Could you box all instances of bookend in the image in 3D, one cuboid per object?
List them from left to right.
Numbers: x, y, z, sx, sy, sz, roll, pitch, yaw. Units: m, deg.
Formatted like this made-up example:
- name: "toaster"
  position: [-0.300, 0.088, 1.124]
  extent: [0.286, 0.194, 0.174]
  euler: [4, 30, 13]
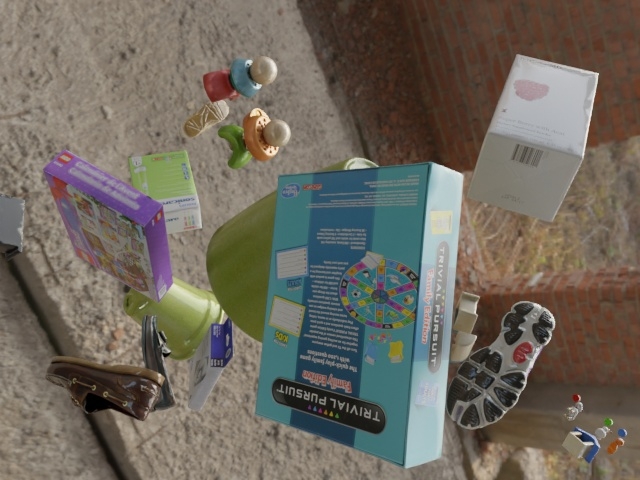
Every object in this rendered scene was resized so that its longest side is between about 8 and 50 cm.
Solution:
- name: "bookend"
  position: [-0.867, -0.045, 1.514]
  extent: [0.156, 0.072, 0.157]
  euler: [19, 56, -51]

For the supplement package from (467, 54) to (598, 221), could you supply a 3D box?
- name: "supplement package"
  position: [0.434, -0.216, 1.186]
  extent: [0.175, 0.177, 0.293]
  euler: [92, 21, -49]

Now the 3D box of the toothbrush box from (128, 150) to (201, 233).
- name: "toothbrush box"
  position: [-0.543, -0.166, 2.031]
  extent: [0.206, 0.122, 0.283]
  euler: [-11, 53, -15]

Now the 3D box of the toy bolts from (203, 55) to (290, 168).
- name: "toy bolts"
  position: [-0.134, -0.303, 1.319]
  extent: [0.218, 0.158, 0.228]
  euler: [-41, 115, -58]

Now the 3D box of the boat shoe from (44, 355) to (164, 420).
- name: "boat shoe"
  position: [-0.329, 0.217, 0.854]
  extent: [0.073, 0.207, 0.073]
  euler: [55, 43, -50]

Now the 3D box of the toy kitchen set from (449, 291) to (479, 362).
- name: "toy kitchen set"
  position: [0.240, 0.191, 1.323]
  extent: [0.166, 0.207, 0.122]
  euler: [-68, 171, -45]

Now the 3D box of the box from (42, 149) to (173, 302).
- name: "box"
  position: [-0.375, -0.014, 1.063]
  extent: [0.201, 0.293, 0.057]
  euler: [28, 58, 6]

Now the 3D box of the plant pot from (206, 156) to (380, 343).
- name: "plant pot"
  position: [0.000, 0.000, 0.987]
  extent: [0.275, 0.293, 0.274]
  euler: [27, 42, -28]

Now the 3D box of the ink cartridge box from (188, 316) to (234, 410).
- name: "ink cartridge box"
  position: [-0.332, 0.354, 1.746]
  extent: [0.045, 0.223, 0.224]
  euler: [25, 109, -21]

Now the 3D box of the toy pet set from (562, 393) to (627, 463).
- name: "toy pet set"
  position: [0.550, 0.389, 1.169]
  extent: [0.065, 0.122, 0.114]
  euler: [12, 109, -34]

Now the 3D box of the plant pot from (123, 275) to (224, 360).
- name: "plant pot"
  position: [-0.518, 0.231, 1.988]
  extent: [0.254, 0.276, 0.276]
  euler: [45, 53, -39]

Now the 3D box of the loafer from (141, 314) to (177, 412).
- name: "loafer"
  position: [-0.445, 0.335, 1.612]
  extent: [0.084, 0.096, 0.267]
  euler: [-6, 74, -6]

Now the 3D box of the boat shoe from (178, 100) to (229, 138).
- name: "boat shoe"
  position: [-0.320, -0.329, 1.576]
  extent: [0.170, 0.059, 0.063]
  euler: [-44, 113, -38]

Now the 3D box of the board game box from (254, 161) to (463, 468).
- name: "board game box"
  position: [0.041, 0.080, 0.745]
  extent: [0.079, 0.254, 0.336]
  euler: [9, 85, -46]

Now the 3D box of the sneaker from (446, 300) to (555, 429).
- name: "sneaker"
  position: [0.209, 0.148, 0.653]
  extent: [0.170, 0.068, 0.071]
  euler: [-42, 142, -20]
